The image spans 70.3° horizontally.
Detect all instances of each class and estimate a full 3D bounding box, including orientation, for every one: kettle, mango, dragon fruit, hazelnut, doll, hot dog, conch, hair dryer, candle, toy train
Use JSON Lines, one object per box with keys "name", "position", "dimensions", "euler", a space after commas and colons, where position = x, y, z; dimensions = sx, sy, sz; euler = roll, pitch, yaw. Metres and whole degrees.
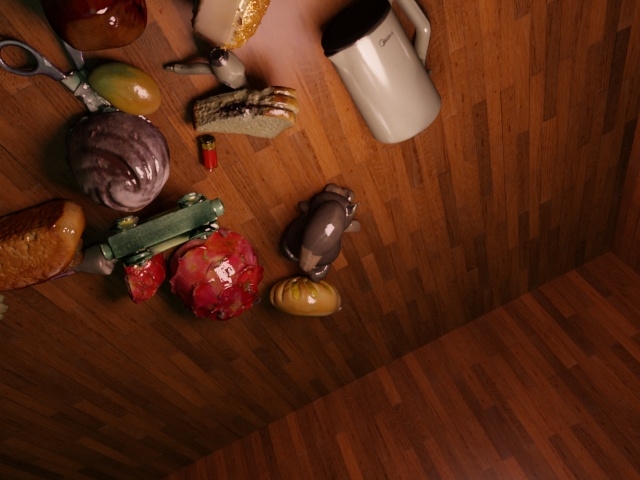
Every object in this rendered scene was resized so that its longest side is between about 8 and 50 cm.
{"name": "kettle", "position": [0.220, -0.557, 1.401], "dimensions": [0.361, 0.250, 0.377], "euler": [-50, 131, -6]}
{"name": "mango", "position": [-0.536, -0.419, 1.251], "dimensions": [0.194, 0.092, 0.130], "euler": [8, 119, -37]}
{"name": "dragon fruit", "position": [-0.388, 0.159, 1.749], "dimensions": [0.370, 0.249, 0.387], "euler": [-5, 133, -26]}
{"name": "hazelnut", "position": [-0.524, -0.562, 1.068], "dimensions": [0.229, 0.230, 0.230], "euler": [-13, 133, -14]}
{"name": "doll", "position": [-0.031, -0.017, 1.686], "dimensions": [0.383, 0.252, 0.378], "euler": [-63, 165, 22]}
{"name": "hot dog", "position": [-0.921, 0.036, 1.427], "dimensions": [0.404, 0.185, 0.223], "euler": [-18, 133, -7]}
{"name": "conch", "position": [-0.796, 0.068, 1.603], "dimensions": [0.176, 0.094, 0.104], "euler": [4, 147, 7]}
{"name": "dragon fruit", "position": [-0.643, 0.112, 1.661], "dimensions": [0.189, 0.163, 0.262], "euler": [-36, 141, -31]}
{"name": "hair dryer", "position": [-0.296, -0.472, 1.320], "dimensions": [0.224, 0.089, 0.219], "euler": [0, 171, 31]}
{"name": "candle", "position": [-0.364, -0.280, 1.490], "dimensions": [0.051, 0.052, 0.131], "euler": [-11, 134, -15]}
{"name": "toy train", "position": [-0.502, -0.033, 1.485], "dimensions": [0.396, 0.253, 0.160], "euler": [-24, 94, -13]}

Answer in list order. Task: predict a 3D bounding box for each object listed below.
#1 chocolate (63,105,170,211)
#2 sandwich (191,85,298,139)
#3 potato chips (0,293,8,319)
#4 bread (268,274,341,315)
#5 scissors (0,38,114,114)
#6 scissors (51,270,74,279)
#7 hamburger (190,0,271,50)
{"name": "chocolate", "position": [-0.584, -0.202, 1.330], "dimensions": [0.303, 0.213, 0.303], "euler": [-17, 140, -14]}
{"name": "sandwich", "position": [-0.221, -0.384, 1.346], "dimensions": [0.288, 0.254, 0.100], "euler": [1, 87, -23]}
{"name": "potato chips", "position": [-1.140, 0.120, 1.311], "dimensions": [0.070, 0.358, 0.429], "euler": [-61, 152, -7]}
{"name": "bread", "position": [-0.069, 0.226, 1.918], "dimensions": [0.332, 0.333, 0.160], "euler": [5, 89, -28]}
{"name": "scissors", "position": [-0.654, -0.417, 1.251], "dimensions": [0.255, 0.029, 0.384], "euler": [-29, 138, -5]}
{"name": "scissors", "position": [-0.910, 0.111, 1.618], "dimensions": [0.113, 0.012, 0.039], "euler": [-17, 135, -9]}
{"name": "hamburger", "position": [-0.205, -0.616, 1.107], "dimensions": [0.179, 0.276, 0.294], "euler": [13, 128, -19]}
